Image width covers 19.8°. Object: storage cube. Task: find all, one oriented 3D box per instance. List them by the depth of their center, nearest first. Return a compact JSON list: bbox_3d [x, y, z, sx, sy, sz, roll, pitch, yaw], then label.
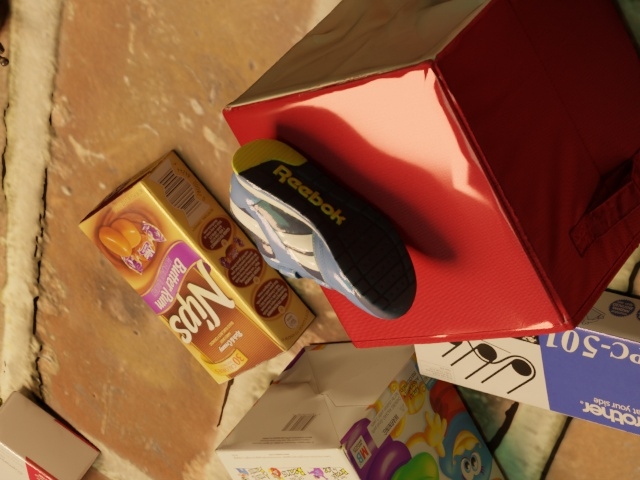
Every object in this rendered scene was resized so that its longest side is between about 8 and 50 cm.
[{"bbox_3d":[0.092,-0.064,1.181,0.215,0.183,0.193,-9,118,45],"label":"storage cube"}]

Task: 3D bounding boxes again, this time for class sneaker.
[{"bbox_3d":[0.000,0.000,1.132,0.144,0.053,0.059,43,141,15],"label":"sneaker"}]

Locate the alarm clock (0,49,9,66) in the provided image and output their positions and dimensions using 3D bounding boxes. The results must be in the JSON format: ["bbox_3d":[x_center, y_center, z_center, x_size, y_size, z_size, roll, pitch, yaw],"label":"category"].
[{"bbox_3d":[-0.333,-0.212,1.494,0.129,0.064,0.192,-14,119,47],"label":"alarm clock"}]

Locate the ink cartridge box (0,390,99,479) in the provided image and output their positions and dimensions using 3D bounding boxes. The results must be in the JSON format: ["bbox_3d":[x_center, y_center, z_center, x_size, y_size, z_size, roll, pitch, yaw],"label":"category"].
[{"bbox_3d":[-0.307,0.235,1.886,0.109,0.063,0.150,36,141,-4],"label":"ink cartridge box"}]

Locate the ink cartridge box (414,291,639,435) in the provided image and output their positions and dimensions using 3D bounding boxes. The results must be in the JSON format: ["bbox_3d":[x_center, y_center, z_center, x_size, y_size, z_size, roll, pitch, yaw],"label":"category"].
[{"bbox_3d":[0.165,0.076,1.360,0.207,0.046,0.097,14,135,30],"label":"ink cartridge box"}]

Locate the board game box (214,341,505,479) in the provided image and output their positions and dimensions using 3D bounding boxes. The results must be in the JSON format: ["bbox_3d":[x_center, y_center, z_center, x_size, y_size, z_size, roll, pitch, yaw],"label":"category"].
[{"bbox_3d":[0.063,0.233,1.516,0.144,0.142,0.275,-7,121,43],"label":"board game box"}]

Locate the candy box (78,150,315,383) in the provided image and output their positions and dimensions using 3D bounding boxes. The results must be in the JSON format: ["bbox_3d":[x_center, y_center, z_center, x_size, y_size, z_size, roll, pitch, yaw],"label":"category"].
[{"bbox_3d":[-0.104,0.025,1.535,0.187,0.053,0.109,48,140,-10],"label":"candy box"}]
